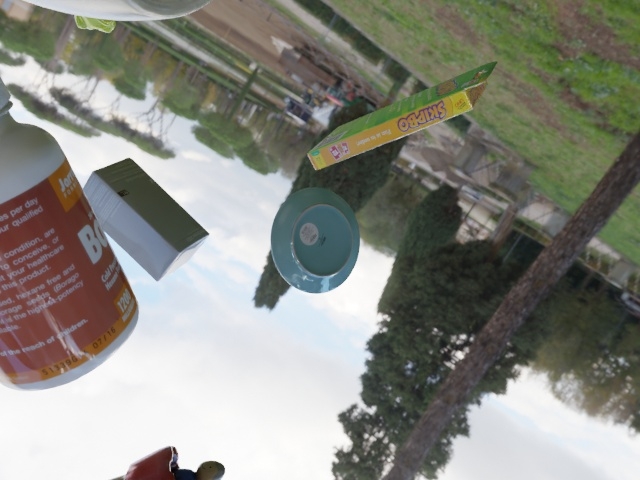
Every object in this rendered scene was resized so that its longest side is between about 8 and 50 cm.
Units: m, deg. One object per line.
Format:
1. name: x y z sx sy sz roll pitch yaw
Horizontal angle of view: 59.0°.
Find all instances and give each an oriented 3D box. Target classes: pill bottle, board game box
1. pill bottle: -0.227 -0.006 0.409 0.121 0.121 0.216 44 154 56
2. board game box: 0.114 -0.171 0.777 0.039 0.259 0.124 60 -145 -15

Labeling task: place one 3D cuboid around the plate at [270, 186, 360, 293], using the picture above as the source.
1. plate: 0.000 0.000 0.985 0.188 0.188 0.024 26 165 -30

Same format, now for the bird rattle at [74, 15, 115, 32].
1. bird rattle: -0.392 -0.497 0.975 0.143 0.207 0.253 13 128 52

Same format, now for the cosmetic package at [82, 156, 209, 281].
1. cosmetic package: -0.361 -0.044 1.158 0.238 0.107 0.127 40 -152 0

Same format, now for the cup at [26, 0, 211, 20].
1. cup: -0.192 -0.335 0.502 0.237 0.331 0.331 42 -168 18

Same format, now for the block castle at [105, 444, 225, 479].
1. block castle: -0.145 0.454 0.540 0.213 0.303 0.453 -15 -152 -9
